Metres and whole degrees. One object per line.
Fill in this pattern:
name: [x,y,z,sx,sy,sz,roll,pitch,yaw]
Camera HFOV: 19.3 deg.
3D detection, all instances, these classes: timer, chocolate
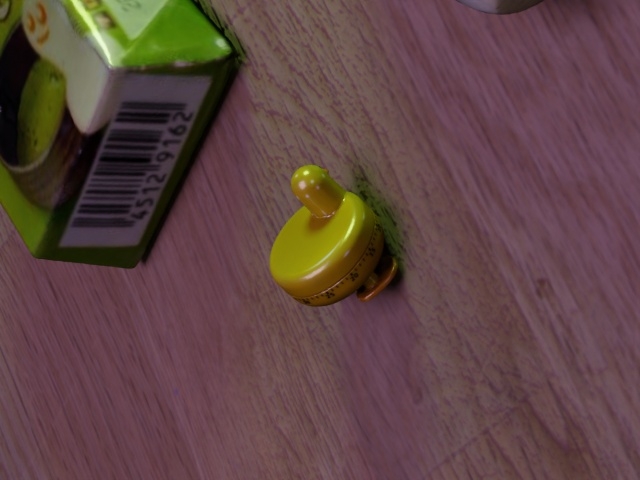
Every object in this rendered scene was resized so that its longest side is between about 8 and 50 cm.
timer: [0.000,0.000,1.633,0.107,0.109,0.107,-31,35,24]
chocolate: [-0.249,-0.164,1.878,0.288,0.137,0.301,54,133,29]

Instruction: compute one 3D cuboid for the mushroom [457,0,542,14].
mushroom: [0.062,-0.318,1.493,0.397,0.126,0.177,35,112,41]
